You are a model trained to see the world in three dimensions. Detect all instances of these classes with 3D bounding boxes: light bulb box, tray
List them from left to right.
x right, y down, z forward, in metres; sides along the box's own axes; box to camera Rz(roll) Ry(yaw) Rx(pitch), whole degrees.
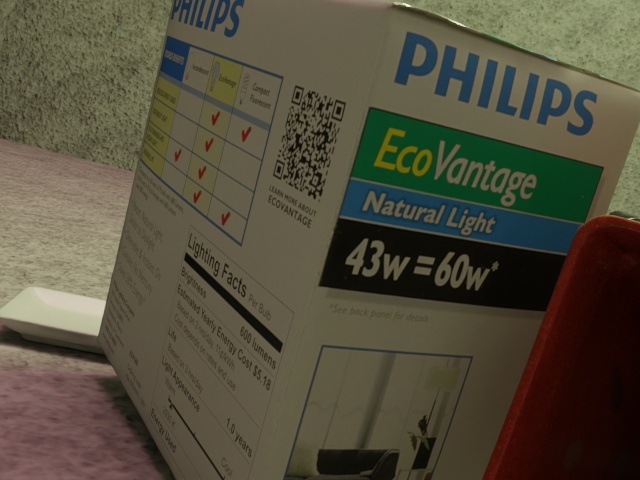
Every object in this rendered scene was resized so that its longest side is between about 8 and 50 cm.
[{"bbox_3d":[-0.210,0.104,0.878,0.271,0.030,0.145,12,8,-8],"label":"tray"},{"bbox_3d":[0.000,0.000,0.638,0.225,0.360,0.358,8,15,-32],"label":"light bulb box"}]

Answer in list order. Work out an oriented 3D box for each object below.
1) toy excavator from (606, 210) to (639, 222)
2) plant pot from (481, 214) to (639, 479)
[{"bbox_3d":[0.480,0.136,1.248,0.433,0.445,0.222,-31,20,-10],"label":"toy excavator"},{"bbox_3d":[0.265,0.171,0.439,0.267,0.267,0.236,20,-3,41],"label":"plant pot"}]
